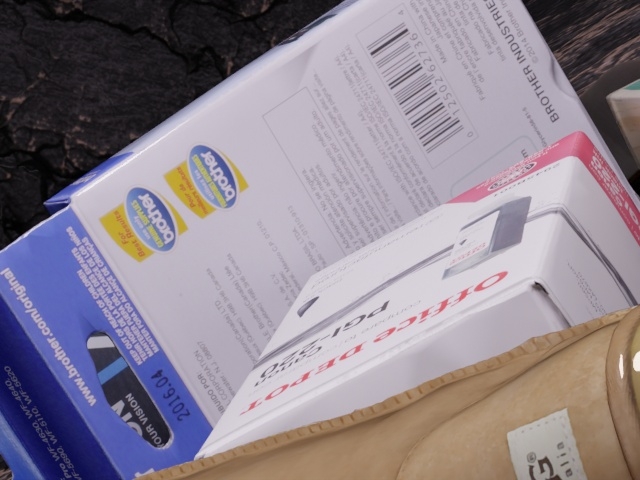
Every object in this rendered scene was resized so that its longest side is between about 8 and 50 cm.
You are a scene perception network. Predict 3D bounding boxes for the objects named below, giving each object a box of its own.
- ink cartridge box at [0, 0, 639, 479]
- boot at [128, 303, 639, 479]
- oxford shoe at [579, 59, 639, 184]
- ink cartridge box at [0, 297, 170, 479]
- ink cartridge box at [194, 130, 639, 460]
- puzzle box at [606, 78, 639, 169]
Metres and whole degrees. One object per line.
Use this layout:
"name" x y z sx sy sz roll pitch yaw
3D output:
"ink cartridge box" 0.000 0.000 0.949 0.311 0.186 0.065 -36 13 -21
"boot" 0.026 0.076 0.529 0.269 0.089 0.236 -23 -15 29
"oxford shoe" 0.120 -0.019 1.080 0.212 0.076 0.076 -32 -16 -19
"ink cartridge box" -0.069 0.036 1.060 0.332 0.165 0.065 -36 11 -19
"ink cartridge box" 0.057 0.051 0.791 0.158 0.092 0.218 -29 11 19
"puzzle box" 0.278 -0.091 0.711 0.272 0.052 0.409 -27 6 -1
